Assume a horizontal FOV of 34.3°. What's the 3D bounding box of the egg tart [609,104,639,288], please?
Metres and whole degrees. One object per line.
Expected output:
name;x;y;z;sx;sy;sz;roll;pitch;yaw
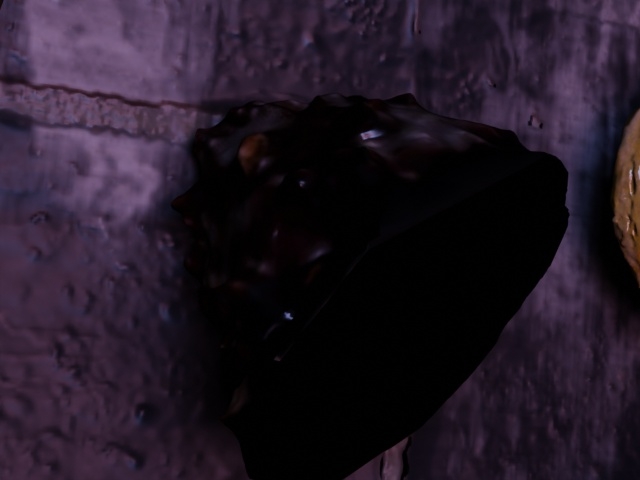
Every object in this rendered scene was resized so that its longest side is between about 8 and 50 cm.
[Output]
egg tart;0.264;-0.023;0.717;0.191;0.074;0.191;1;88;-26

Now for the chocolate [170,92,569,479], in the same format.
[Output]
chocolate;0.000;0.000;0.577;0.224;0.206;0.177;-25;54;-34

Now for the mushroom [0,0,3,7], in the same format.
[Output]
mushroom;-0.223;-0.136;0.462;0.166;0.127;0.166;3;83;-20
